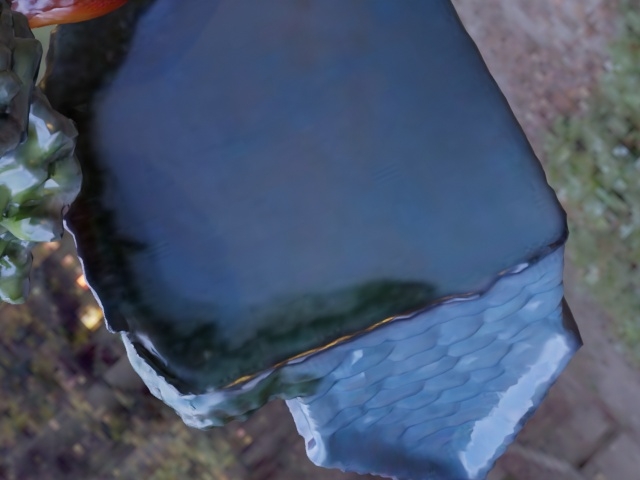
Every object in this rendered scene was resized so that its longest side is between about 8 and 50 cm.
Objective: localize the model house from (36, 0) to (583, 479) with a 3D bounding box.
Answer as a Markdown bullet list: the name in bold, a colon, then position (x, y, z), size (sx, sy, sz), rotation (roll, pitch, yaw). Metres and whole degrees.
- **model house**: position (0.000, 0.000, 1.187), size (0.339, 0.297, 0.360), rotation (66, 179, -58)

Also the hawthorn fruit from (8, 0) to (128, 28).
- **hawthorn fruit**: position (-0.172, -0.206, 0.922), size (0.211, 0.299, 0.211), rotation (4, 156, 2)

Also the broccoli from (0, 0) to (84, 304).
- **broccoli**: position (-0.220, -0.023, 0.507), size (0.247, 0.243, 0.263), rotation (49, 152, -23)
